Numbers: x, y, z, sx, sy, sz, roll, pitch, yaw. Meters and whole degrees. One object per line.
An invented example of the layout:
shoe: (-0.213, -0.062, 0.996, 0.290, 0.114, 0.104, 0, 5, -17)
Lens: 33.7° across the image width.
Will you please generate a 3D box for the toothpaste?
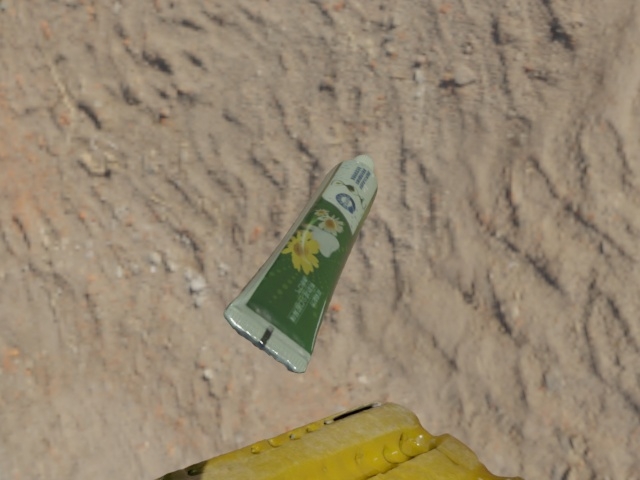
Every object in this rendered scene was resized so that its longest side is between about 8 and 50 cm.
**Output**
toothpaste: (0.000, 0.000, 0.583, 0.049, 0.204, 0.031, 37, 123, -6)

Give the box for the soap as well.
soap: (0.048, 0.281, 0.870, 0.293, 0.335, 0.156, 28, 112, 31)
